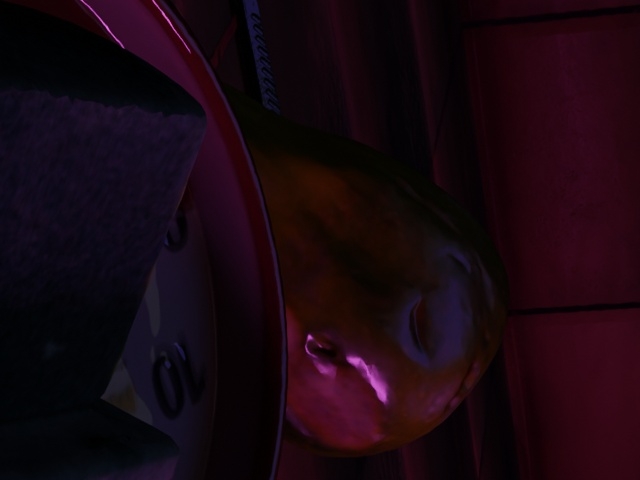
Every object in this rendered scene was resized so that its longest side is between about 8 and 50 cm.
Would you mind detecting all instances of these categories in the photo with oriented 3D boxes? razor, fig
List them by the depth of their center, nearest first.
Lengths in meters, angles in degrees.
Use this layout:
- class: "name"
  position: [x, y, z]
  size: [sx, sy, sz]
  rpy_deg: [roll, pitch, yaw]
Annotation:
- class: "fig"
  position: [0.000, 0.000, 1.180]
  size: [0.275, 0.206, 0.206]
  rpy_deg: [58, 19, -14]
- class: "razor"
  position: [-0.045, -0.130, 1.310]
  size: [0.066, 0.033, 0.190]
  rpy_deg: [26, -53, 54]

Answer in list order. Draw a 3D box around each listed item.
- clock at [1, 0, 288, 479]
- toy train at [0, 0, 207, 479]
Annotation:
- class: "clock"
  position: [-0.125, 0.029, 0.589]
  size: [0.318, 0.080, 0.318]
  rpy_deg: [16, 71, -55]
- class: "toy train"
  position: [-0.125, 0.021, 0.314]
  size: [0.330, 0.138, 0.178]
  rpy_deg: [-1, 114, -68]
